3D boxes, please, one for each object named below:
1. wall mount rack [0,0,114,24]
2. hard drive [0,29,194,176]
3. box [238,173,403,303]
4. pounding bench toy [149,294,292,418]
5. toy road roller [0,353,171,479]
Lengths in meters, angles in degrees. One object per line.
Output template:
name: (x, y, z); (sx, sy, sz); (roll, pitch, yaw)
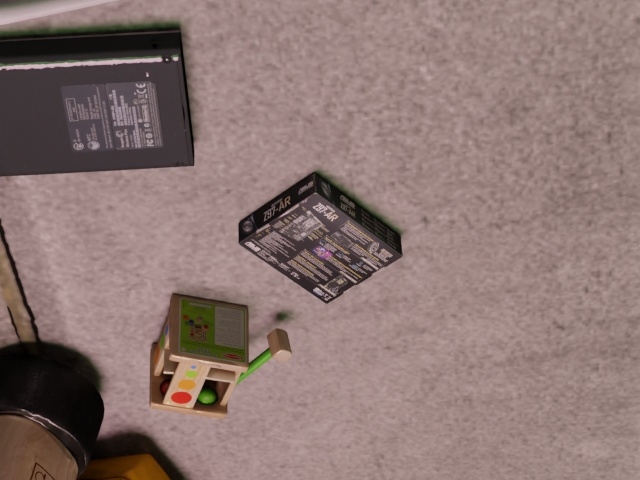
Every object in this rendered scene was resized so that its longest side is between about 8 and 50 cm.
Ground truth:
wall mount rack: (-0.151, -0.211, 0.868); (0.304, 0.130, 0.350); (15, 135, -14)
hard drive: (-0.144, -0.077, 1.081); (0.135, 0.022, 0.094); (-3, 138, 0)
box: (0.000, 0.000, 1.177); (0.067, 0.018, 0.083); (-34, 130, 29)
pounding bench toy: (-0.066, 0.082, 1.237); (0.083, 0.052, 0.065); (10, 136, -14)
toy road roller: (-0.230, 0.245, 1.307); (0.241, 0.202, 0.329); (-12, 133, 27)
